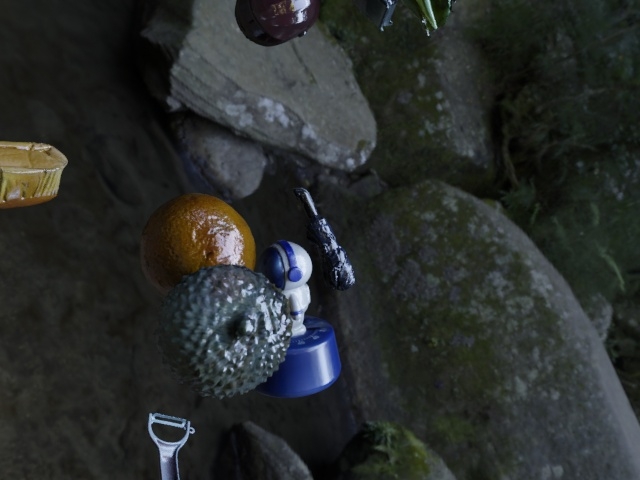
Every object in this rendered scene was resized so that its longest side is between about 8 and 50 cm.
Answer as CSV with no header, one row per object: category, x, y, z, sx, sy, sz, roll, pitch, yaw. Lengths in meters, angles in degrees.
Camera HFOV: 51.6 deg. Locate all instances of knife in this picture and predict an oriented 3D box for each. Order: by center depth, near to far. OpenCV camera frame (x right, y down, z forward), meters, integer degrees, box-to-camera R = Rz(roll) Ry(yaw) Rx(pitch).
knife,-0.332,0.521,1.498,0.123,0.053,0.278,17,30,-28

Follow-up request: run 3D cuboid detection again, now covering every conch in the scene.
conch,0.178,-0.475,1.197,0.201,0.095,0.080,47,35,-22

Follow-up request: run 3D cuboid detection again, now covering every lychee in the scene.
lychee,-0.183,0.167,1.239,0.255,0.255,0.274,65,-20,-4

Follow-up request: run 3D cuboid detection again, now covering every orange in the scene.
orange,-0.264,0.027,1.435,0.264,0.264,0.264,55,21,-32

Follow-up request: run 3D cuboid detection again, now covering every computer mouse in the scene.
computer mouse,0.067,-0.398,0.960,0.126,0.071,0.231,101,-16,-44

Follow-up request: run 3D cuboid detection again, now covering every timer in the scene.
timer,-0.089,0.186,1.740,0.270,0.270,0.384,-55,143,-70

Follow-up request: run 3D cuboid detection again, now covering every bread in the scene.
bread,-0.875,-0.181,1.878,0.204,0.156,0.288,39,33,29

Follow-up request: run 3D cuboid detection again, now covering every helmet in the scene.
helmet,-0.053,-0.315,0.880,0.098,0.123,0.070,62,-6,-13

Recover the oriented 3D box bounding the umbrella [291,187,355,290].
umbrella,0.007,-0.003,1.424,0.071,0.070,0.248,-54,124,-70
